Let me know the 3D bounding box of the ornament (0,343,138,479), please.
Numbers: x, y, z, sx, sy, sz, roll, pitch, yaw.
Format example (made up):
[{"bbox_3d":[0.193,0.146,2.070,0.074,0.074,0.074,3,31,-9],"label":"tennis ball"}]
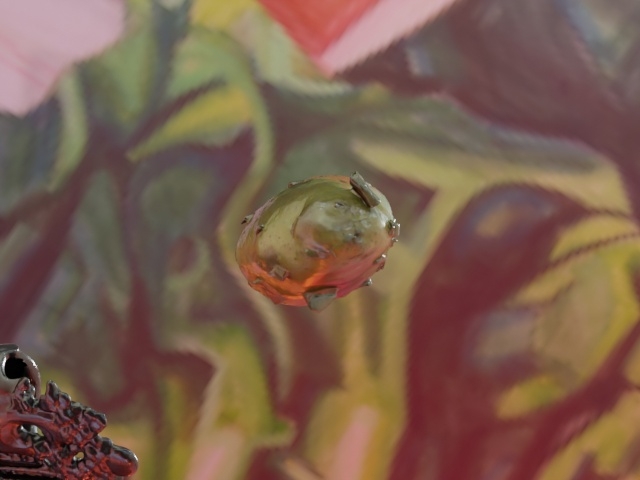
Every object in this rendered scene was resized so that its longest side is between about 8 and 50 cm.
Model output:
[{"bbox_3d":[-0.249,0.184,1.621,0.251,0.260,0.106,73,32,-41],"label":"ornament"}]

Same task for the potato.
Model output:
[{"bbox_3d":[0.000,0.000,1.345,0.117,0.090,0.225,-29,178,-6],"label":"potato"}]
